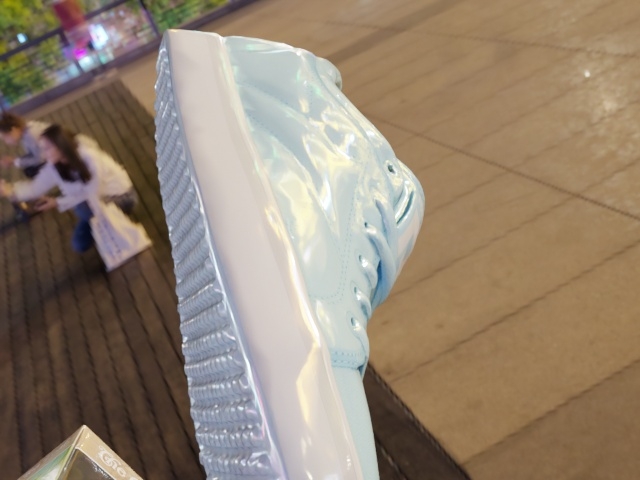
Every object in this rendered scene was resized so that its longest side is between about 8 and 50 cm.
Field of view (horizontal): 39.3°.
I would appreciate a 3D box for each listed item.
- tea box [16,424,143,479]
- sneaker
[{"bbox_3d":[-0.187,0.393,0.722,0.220,0.329,0.323,-39,13,13],"label":"tea box"},{"bbox_3d":[0.000,0.000,0.476,0.150,0.135,0.366,-3,48,-15],"label":"sneaker"}]
